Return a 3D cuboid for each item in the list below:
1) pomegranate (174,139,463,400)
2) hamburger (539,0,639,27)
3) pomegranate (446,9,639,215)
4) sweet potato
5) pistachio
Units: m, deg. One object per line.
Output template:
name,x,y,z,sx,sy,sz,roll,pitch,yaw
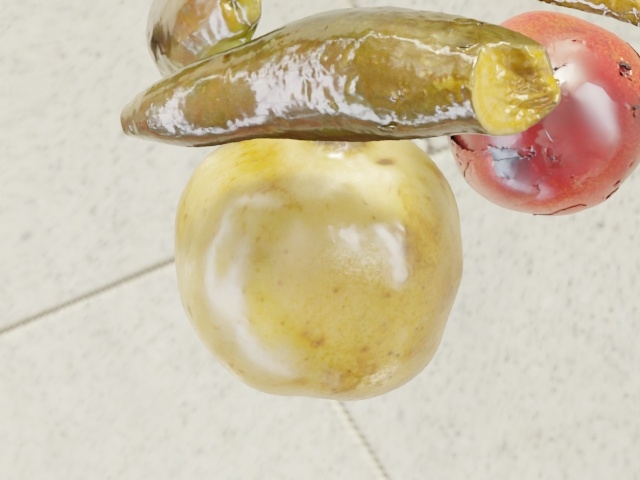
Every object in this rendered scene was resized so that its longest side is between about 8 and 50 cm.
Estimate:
pomegranate,0.000,0.000,1.060,0.196,0.196,0.196,6,117,13
hamburger,0.171,-0.176,0.882,0.182,0.191,0.118,-2,120,-16
pomegranate,0.220,-0.127,1.710,0.210,0.235,0.210,-3,98,-24
sweet potato,0.001,-0.086,0.897,0.243,0.077,0.077,1,116,22
pistachio,-0.076,-0.129,1.043,0.049,0.173,0.089,-7,90,-16
